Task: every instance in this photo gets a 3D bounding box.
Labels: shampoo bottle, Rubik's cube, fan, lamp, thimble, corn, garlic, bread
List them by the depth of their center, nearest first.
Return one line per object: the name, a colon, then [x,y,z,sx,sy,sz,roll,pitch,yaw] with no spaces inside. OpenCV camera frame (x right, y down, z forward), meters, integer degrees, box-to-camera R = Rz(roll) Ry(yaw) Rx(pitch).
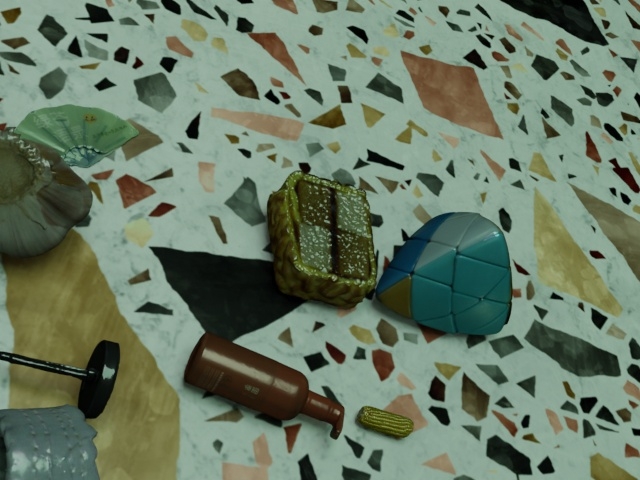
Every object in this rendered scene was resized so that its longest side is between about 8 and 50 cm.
thimble: [-0.344,0.275,1.108,0.118,0.127,0.151,7,25,-33]
lamp: [-0.451,0.150,1.215,0.371,0.108,0.130,10,64,-4]
garlic: [-0.457,-0.100,1.290,0.207,0.207,0.256,-25,64,-38]
shampoo bottle: [-0.077,0.216,1.340,0.244,0.085,0.085,25,49,-9]
corn: [0.101,0.283,1.419,0.092,0.037,0.037,22,50,-15]
fan: [-0.411,-0.170,1.485,0.240,0.009,0.131,-21,67,-37]
bread: [0.000,0.000,1.527,0.182,0.096,0.222,9,56,-23]
Rubik's cube: [0.212,0.051,1.528,0.254,0.254,0.254,14,52,-19]
